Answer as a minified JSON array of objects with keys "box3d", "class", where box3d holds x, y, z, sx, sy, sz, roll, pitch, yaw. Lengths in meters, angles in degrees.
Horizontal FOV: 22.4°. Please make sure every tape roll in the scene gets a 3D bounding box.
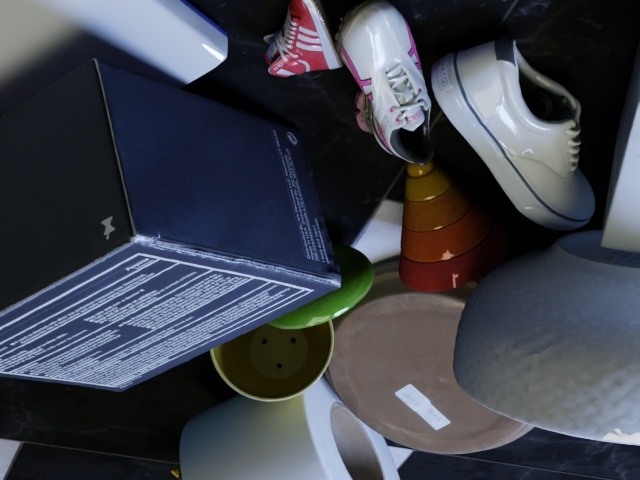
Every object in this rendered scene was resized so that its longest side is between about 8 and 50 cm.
[{"box3d":[-0.027,0.280,1.869,0.169,0.246,0.246,-27,138,17],"class":"tape roll"}]

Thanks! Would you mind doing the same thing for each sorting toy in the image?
[{"box3d":[0.000,0.000,1.644,0.366,0.127,0.126,-15,119,13],"class":"sorting toy"}]

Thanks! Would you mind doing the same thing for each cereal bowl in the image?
[{"box3d":[0.299,0.075,1.558,0.339,0.339,0.141,1,103,-5],"class":"cereal bowl"}]

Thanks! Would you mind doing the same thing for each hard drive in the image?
[{"box3d":[-0.263,-0.202,1.374,0.210,0.040,0.319,-26,138,30],"class":"hard drive"}]

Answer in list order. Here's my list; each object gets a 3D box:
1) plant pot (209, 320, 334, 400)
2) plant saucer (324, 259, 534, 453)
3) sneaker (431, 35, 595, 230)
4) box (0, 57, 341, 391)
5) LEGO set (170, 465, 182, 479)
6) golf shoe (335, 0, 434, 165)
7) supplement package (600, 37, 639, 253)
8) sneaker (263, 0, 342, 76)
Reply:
[{"box3d":[-0.049,0.114,1.772,0.134,0.134,0.095,-5,168,3],"class":"plant pot"},{"box3d":[0.127,0.139,1.789,0.278,0.041,0.277,9,129,11],"class":"plant saucer"},{"box3d":[0.205,-0.094,1.511,0.091,0.094,0.258,-20,140,29],"class":"sneaker"},{"box3d":[-0.194,-0.001,1.480,0.296,0.182,0.294,-27,158,29],"class":"box"},{"box3d":[-0.117,0.306,2.015,0.287,0.132,0.107,-1,145,-42],"class":"LEGO set"},{"box3d":[0.068,-0.142,1.434,0.067,0.086,0.186,-37,146,-11],"class":"golf shoe"},{"box3d":[0.367,-0.093,1.442,0.194,0.149,0.203,11,143,6],"class":"supplement package"},{"box3d":[-0.025,-0.184,1.415,0.067,0.042,0.118,-13,145,8],"class":"sneaker"}]
